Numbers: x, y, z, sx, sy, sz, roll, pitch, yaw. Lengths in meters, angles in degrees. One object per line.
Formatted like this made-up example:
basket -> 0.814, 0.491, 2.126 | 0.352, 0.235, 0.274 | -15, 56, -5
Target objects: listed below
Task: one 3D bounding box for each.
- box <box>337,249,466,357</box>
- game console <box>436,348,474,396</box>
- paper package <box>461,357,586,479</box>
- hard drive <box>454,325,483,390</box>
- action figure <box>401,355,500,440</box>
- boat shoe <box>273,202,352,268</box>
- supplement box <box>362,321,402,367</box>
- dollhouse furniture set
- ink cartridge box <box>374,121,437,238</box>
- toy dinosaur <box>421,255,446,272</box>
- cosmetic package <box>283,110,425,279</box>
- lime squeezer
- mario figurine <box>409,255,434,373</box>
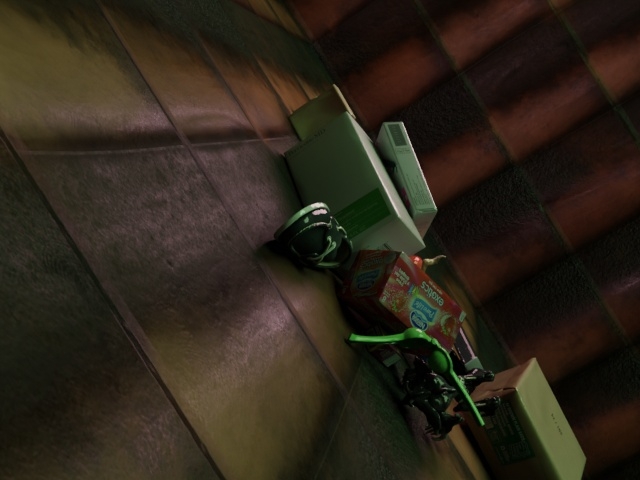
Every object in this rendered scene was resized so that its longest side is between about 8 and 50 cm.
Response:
box -> 0.175, 0.137, 1.634 | 0.128, 0.122, 0.257 | 3, -32, 49
game console -> 0.395, 0.418, 2.136 | 0.361, 0.044, 0.213 | 58, 15, 2
paper package -> 0.543, 0.514, 2.039 | 0.324, 0.168, 0.309 | 64, 24, 4
hard drive -> 0.454, 0.369, 2.361 | 0.254, 0.054, 0.172 | 59, 8, -48
action figure -> 0.246, 0.327, 1.601 | 0.276, 0.141, 0.164 | 7, 56, -40
boat shoe -> 0.000, 0.000, 1.480 | 0.091, 0.114, 0.302 | 55, 13, 11
supplement box -> 0.129, 0.217, 1.608 | 0.083, 0.043, 0.055 | 47, 16, -43
dollhouse furniture set -> 0.035, -0.333, 2.265 | 0.212, 0.161, 0.242 | 62, 13, 16
ink cartridge box -> 0.187, -0.113, 1.906 | 0.238, 0.060, 0.275 | 109, -30, -54
toy dinosaur -> 0.222, 0.120, 2.043 | 0.296, 0.127, 0.200 | 21, 71, -44
cosmetic package -> 0.071, -0.097, 1.785 | 0.155, 0.197, 0.365 | 42, 19, -48
lime squeezer -> 0.205, 0.234, 1.501 | 0.310, 0.059, 0.110 | 34, 36, -4
mario figurine -> 0.182, 0.166, 1.845 | 0.320, 0.170, 0.198 | 68, -22, -3
